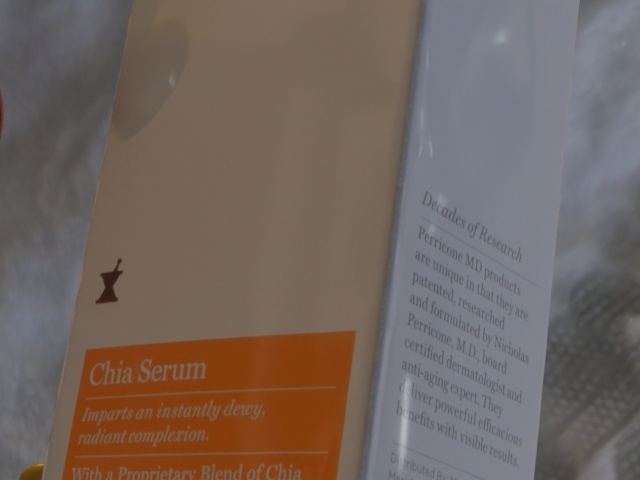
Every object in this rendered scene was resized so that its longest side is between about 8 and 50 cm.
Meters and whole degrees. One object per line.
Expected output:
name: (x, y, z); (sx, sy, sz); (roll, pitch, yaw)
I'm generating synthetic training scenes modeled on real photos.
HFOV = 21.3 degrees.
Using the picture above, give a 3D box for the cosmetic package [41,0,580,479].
cosmetic package: (0.000, 0.000, 0.966); (0.230, 0.161, 0.453); (-7, 66, 37)

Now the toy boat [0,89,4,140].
toy boat: (-0.272, -0.069, 0.951); (0.151, 0.231, 0.151); (-38, 57, 12)

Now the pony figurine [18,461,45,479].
pony figurine: (-0.236, 0.274, 1.451); (0.351, 0.363, 0.303); (28, 70, 23)
